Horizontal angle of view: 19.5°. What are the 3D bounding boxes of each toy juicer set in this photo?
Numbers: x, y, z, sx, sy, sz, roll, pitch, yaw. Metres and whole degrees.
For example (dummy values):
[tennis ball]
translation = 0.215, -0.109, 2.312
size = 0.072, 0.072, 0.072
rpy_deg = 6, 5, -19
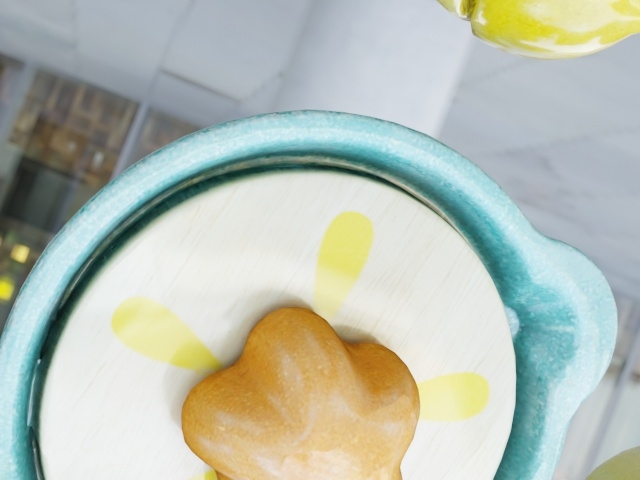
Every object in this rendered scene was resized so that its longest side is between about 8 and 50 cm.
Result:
[toy juicer set]
translation = 0.000, 0.000, 0.411
size = 0.329, 0.209, 0.089
rpy_deg = 12, -168, -20
